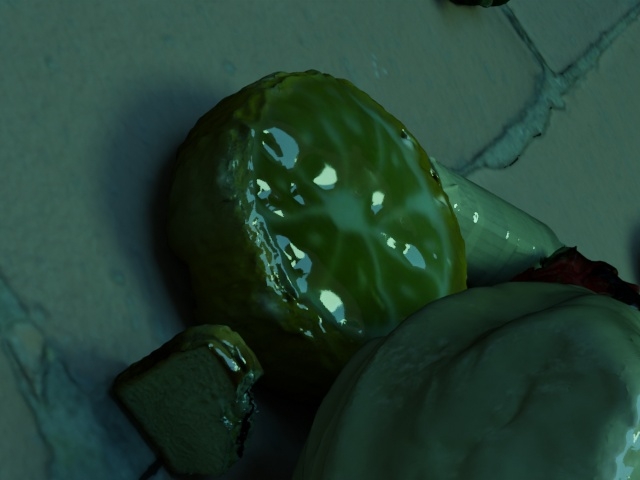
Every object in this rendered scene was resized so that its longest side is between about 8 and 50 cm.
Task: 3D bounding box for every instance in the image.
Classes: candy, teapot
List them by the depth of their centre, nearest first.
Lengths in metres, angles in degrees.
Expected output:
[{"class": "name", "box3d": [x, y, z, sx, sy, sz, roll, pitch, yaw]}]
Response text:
[{"class": "candy", "box3d": [0.000, 0.000, 1.085, 0.260, 0.118, 0.260, 23, 54, -36]}, {"class": "teapot", "box3d": [0.143, -0.006, 1.278, 0.200, 0.077, 0.107, 28, 27, -33]}]

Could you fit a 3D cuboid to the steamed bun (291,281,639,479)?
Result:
[{"class": "steamed bun", "box3d": [0.104, 0.196, 0.924, 0.367, 0.255, 0.342, 32, 55, -78]}]

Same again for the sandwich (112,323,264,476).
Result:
[{"class": "sandwich", "box3d": [-0.075, 0.102, 0.931, 0.093, 0.105, 0.036, 50, 38, -4]}]

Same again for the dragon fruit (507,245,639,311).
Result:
[{"class": "dragon fruit", "box3d": [0.213, 0.110, 1.191, 0.188, 0.182, 0.182, 49, 38, -10]}]

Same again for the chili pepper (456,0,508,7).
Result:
[{"class": "chili pepper", "box3d": [0.161, -0.341, 1.517, 0.136, 0.099, 0.270, 53, 23, -49]}]
